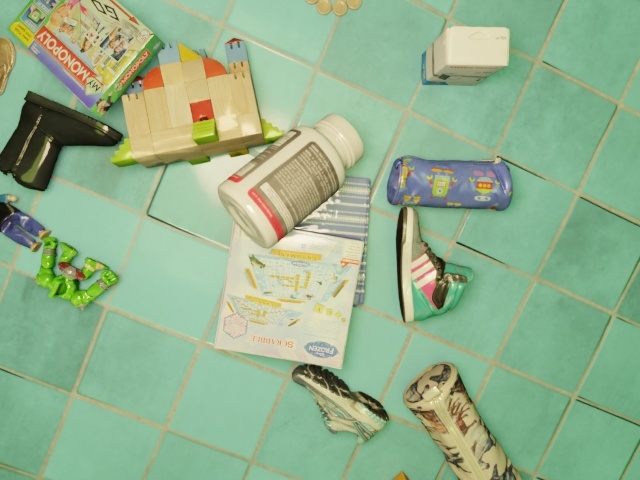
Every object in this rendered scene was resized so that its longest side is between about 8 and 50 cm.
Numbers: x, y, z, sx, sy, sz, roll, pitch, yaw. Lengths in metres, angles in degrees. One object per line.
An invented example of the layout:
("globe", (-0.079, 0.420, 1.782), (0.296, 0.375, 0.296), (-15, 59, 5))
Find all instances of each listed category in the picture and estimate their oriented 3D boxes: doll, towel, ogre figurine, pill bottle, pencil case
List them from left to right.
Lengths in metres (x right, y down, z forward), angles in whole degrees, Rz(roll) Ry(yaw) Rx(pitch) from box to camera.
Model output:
("doll", (-0.755, -0.047, 1.127), (0.189, 0.046, 0.129), (37, 92, -7))
("ogre figurine", (-0.601, 0.083, 1.130), (0.197, 0.096, 0.118), (33, 82, -18))
("pill bottle", (-0.057, -0.144, 1.058), (0.318, 0.176, 0.176), (-41, 98, -17))
("towel", (0.000, 0.000, 1.194), (0.242, 0.040, 0.337), (4, 95, -2))
("pencil case", (0.316, -0.142, 1.148), (0.305, 0.119, 0.133), (2, 112, -4))
("pencil case", (0.366, 0.510, 1.201), (0.159, 0.183, 0.411), (-32, 97, 1))

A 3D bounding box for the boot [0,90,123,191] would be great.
("boot", (-0.606, -0.206, 1.092), (0.246, 0.094, 0.207), (23, 91, 1))

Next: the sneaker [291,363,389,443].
("sneaker", (0.034, 0.429, 1.208), (0.282, 0.110, 0.122), (34, 97, -7))

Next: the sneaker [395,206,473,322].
("sneaker", (0.284, 0.058, 1.167), (0.178, 0.124, 0.296), (-4, 105, 2))

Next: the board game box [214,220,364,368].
("board game box", (-0.077, 0.128, 1.150), (0.318, 0.066, 0.319), (10, 94, -1))

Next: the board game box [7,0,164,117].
("board game box", (-0.522, -0.452, 1.040), (0.317, 0.046, 0.214), (42, 92, 14))

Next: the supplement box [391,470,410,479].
("supplement box", (0.229, 0.698, 1.188), (0.078, 0.233, 0.080), (-40, 101, 1))

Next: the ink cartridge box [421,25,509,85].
("ink cartridge box", (0.325, -0.418, 1.081), (0.139, 0.191, 0.082), (0, 97, -3))

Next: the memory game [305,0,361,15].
("memory game", (0.035, -0.634, 1.126), (0.185, 0.012, 0.187), (0, 96, -4))

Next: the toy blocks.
("toy blocks", (-0.294, -0.328, 1.076), (0.380, 0.191, 0.261), (-12, 86, -2))

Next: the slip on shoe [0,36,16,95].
("slip on shoe", (-0.747, -0.404, 1.087), (0.051, 0.041, 0.136), (20, 95, -6))
